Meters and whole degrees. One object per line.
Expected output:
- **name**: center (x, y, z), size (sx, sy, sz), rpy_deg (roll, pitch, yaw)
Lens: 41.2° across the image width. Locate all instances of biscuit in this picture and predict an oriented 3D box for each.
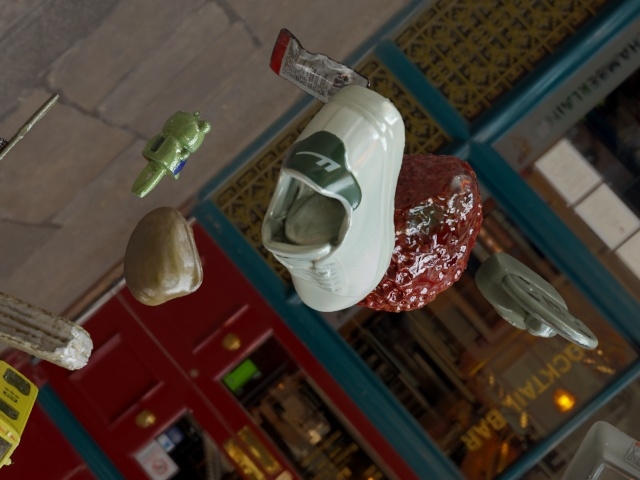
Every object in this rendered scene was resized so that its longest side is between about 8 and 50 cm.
- **biscuit**: center (-0.609, 0.115, 1.502), size (0.144, 0.426, 0.078), rpy_deg (97, 15, -72)

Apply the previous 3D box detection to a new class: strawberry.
- **strawberry**: center (0.152, -0.010, 1.484), size (0.292, 0.291, 0.310), rpy_deg (-40, -151, -23)

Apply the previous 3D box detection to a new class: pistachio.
- **pistachio**: center (-0.436, 0.041, 2.313), size (0.213, 0.260, 0.163), rpy_deg (-11, 170, -1)

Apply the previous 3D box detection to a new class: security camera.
- **security camera**: center (0.311, 0.101, 1.265), size (0.080, 0.157, 0.301), rpy_deg (-54, -176, 10)

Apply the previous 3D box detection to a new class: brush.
- **brush**: center (-0.619, -0.213, 1.720), size (0.248, 0.036, 0.043), rpy_deg (-53, -155, -19)

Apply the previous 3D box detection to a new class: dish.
- **dish**: center (0.475, 0.391, 1.283), size (0.077, 0.212, 0.151), rpy_deg (-7, 124, -65)

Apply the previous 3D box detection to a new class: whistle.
- **whistle**: center (-0.318, -0.184, 1.793), size (0.227, 0.105, 0.085), rpy_deg (-57, 145, -13)

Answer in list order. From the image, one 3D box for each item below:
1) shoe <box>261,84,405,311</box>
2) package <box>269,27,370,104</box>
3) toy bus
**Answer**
- **shoe**: center (0.000, 0.000, 0.999), size (0.160, 0.132, 0.363), rpy_deg (-47, 159, -36)
- **package**: center (-0.008, -0.373, 1.940), size (0.030, 0.239, 0.154), rpy_deg (-56, 177, -33)
- **toy bus**: center (-0.655, 0.366, 1.660), size (0.152, 0.144, 0.330), rpy_deg (-45, -164, 4)
